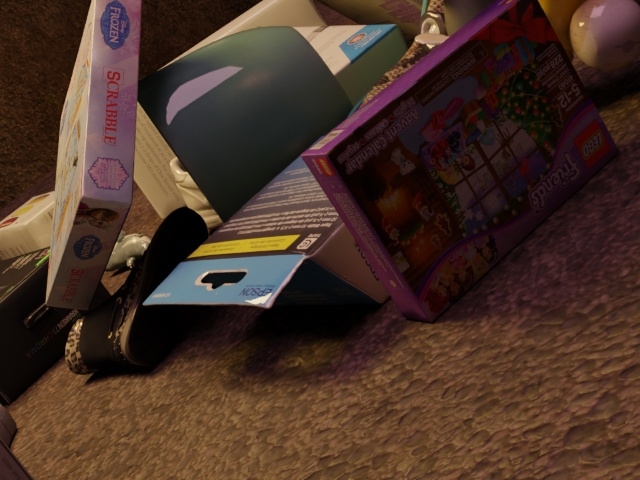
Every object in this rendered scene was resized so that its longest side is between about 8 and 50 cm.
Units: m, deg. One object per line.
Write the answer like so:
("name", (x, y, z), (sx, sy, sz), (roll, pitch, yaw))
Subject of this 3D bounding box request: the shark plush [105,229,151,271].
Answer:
("shark plush", (-0.307, 0.029, 1.995), (0.161, 0.073, 0.067), (9, 61, 36))

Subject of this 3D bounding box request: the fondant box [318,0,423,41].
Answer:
("fondant box", (0.085, -0.495, 2.209), (0.238, 0.330, 0.096), (3, 71, 63))

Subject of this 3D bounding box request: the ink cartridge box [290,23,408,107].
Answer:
("ink cartridge box", (-0.021, -0.252, 1.971), (0.223, 0.129, 0.307), (-43, 31, -26))

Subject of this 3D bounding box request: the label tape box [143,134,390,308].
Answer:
("label tape box", (0.000, 0.000, 1.348), (0.249, 0.115, 0.347), (-5, 34, 51))

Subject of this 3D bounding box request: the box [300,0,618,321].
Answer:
("box", (0.147, -0.087, 1.173), (0.293, 0.201, 0.057), (-40, 20, -21))

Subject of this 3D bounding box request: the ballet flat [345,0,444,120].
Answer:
("ballet flat", (0.193, -0.239, 1.657), (0.182, 0.164, 0.483), (2, 39, 26))

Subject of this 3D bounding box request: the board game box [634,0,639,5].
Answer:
("board game box", (0.341, -0.426, 1.680), (0.303, 0.097, 0.224), (26, 51, 28))

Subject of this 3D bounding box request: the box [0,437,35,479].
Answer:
("box", (-0.457, 0.304, 1.249), (0.087, 0.169, 0.290), (-19, 23, 39))

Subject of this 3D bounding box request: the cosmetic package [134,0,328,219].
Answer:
("cosmetic package", (-0.177, -0.264, 2.214), (0.453, 0.230, 0.161), (-33, 16, -3))

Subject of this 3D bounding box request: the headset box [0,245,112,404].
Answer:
("headset box", (-0.495, 0.136, 1.849), (0.283, 0.131, 0.246), (-12, 27, 49))

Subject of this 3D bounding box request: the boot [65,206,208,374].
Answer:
("boot", (-0.251, 0.072, 1.585), (0.179, 0.085, 0.236), (-19, 44, 45))

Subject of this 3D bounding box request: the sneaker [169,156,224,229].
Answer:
("sneaker", (-0.110, -0.120, 1.822), (0.305, 0.152, 0.114), (-21, 18, 31))

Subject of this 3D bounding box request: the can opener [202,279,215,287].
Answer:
("can opener", (-0.157, 0.035, 1.668), (0.186, 0.073, 0.059), (-168, 94, -71))

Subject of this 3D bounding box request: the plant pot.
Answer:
("plant pot", (-0.086, -0.157, 1.628), (0.235, 0.293, 0.293), (-35, 17, -3))

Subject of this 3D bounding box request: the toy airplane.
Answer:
("toy airplane", (0.283, -0.312, 1.346), (0.386, 0.384, 0.272), (-40, 56, 3))

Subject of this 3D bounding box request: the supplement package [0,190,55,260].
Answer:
("supplement package", (-0.536, -0.008, 2.318), (0.139, 0.134, 0.244), (-43, 19, -30))

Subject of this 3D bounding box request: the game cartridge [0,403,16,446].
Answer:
("game cartridge", (-0.565, 0.354, 1.501), (0.355, 0.068, 0.230), (-31, 13, 7))

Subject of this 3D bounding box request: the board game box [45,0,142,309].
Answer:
("board game box", (-0.305, -0.114, 1.574), (0.318, 0.066, 0.318), (127, 146, -57))
